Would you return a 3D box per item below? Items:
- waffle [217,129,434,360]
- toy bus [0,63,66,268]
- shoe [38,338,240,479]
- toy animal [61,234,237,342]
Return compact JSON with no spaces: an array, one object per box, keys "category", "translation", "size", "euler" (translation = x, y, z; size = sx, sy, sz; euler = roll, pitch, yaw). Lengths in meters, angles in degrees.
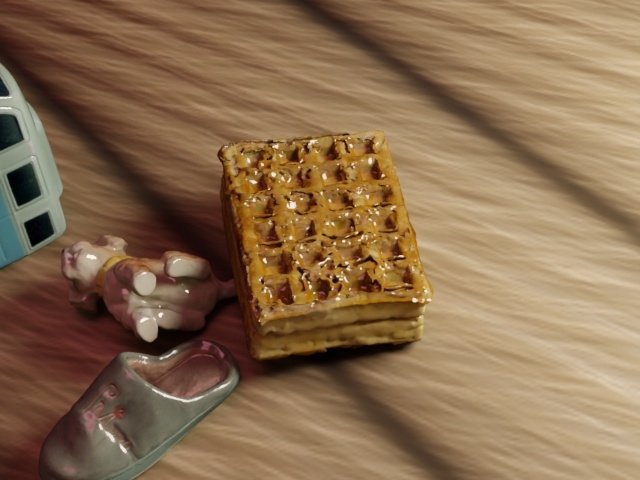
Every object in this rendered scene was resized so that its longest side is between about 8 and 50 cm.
[{"category":"waffle","translation":[0.000,-0.001,1.760],"size":[0.212,0.091,0.308],"euler":[-6,43,-6]},{"category":"toy bus","translation":[-0.416,-0.101,1.865],"size":[0.164,0.271,0.133],"euler":[-24,45,-15]},{"category":"shoe","translation":[-0.200,0.176,1.651],"size":[0.251,0.100,0.103],"euler":[-33,48,-22]},{"category":"toy animal","translation":[-0.204,0.048,1.808],"size":[0.184,0.104,0.185],"euler":[-9,11,-44]}]
